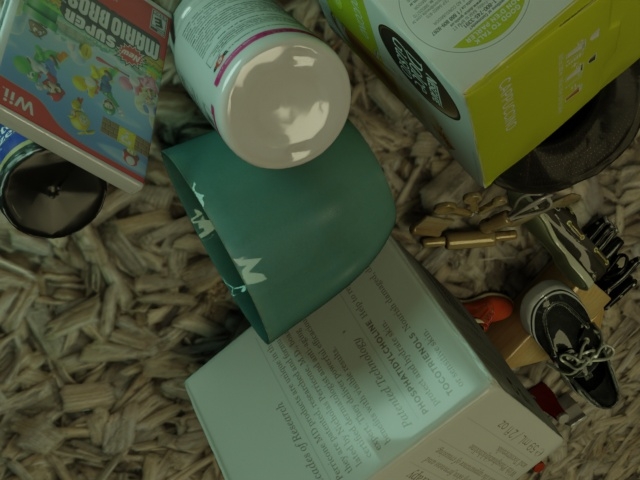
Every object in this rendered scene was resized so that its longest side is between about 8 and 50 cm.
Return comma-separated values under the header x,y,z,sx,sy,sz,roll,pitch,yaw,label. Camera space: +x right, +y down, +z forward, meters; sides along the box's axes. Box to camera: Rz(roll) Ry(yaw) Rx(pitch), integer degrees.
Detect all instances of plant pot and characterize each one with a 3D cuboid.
x,y,z,sx,sy,sz,roll,pitch,yaw,label
-0.042,-0.046,1.277,0.235,0.293,0.293,-30,127,-11,plant pot

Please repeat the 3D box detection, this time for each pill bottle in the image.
x,y,z,sx,sy,sz,roll,pitch,yaw,label
-0.087,-0.213,1.155,0.160,0.283,0.160,-12,123,-19,pill bottle
-0.337,-0.102,1.144,0.123,0.219,0.123,-12,122,-19,pill bottle

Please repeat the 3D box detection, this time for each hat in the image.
x,y,z,sx,sy,sz,roll,pitch,yaw,label
0.315,-0.240,1.414,0.331,0.134,0.331,-3,109,-10,hat

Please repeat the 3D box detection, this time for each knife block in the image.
x,y,z,sx,sy,sz,roll,pitch,yaw,label
0.436,0.086,1.698,0.276,0.088,0.242,-11,122,-18,knife block

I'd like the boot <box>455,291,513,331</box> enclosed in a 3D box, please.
x,y,z,sx,sy,sz,roll,pitch,yaw,label
0.283,0.136,1.659,0.158,0.084,0.059,-7,119,-23,boot

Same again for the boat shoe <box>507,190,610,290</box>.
x,y,z,sx,sy,sz,roll,pitch,yaw,label
0.403,-0.020,1.602,0.069,0.081,0.228,-41,103,-9,boat shoe

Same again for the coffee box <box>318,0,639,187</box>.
x,y,z,sx,sy,sz,roll,pitch,yaw,label
0.204,-0.324,1.118,0.338,0.334,0.337,-40,162,2,coffee box

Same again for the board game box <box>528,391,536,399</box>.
x,y,z,sx,sy,sz,roll,pitch,yaw,label
0.317,0.354,1.818,0.194,0.060,0.194,18,109,-33,board game box

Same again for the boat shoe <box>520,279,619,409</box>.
x,y,z,sx,sy,sz,roll,pitch,yaw,label
0.443,0.191,1.640,0.113,0.105,0.306,-33,127,-3,boat shoe

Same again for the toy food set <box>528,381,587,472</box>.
x,y,z,sx,sy,sz,roll,pitch,yaw,label
0.474,0.342,1.854,0.232,0.104,0.111,-31,127,-5,toy food set

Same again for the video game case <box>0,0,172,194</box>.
x,y,z,sx,sy,sz,roll,pitch,yaw,label
-0.272,-0.213,1.091,0.025,0.285,0.204,-28,136,36,video game case

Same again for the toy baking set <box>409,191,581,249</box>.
x,y,z,sx,sy,sz,roll,pitch,yaw,label
0.274,-0.030,1.505,0.256,0.030,0.197,-3,161,-10,toy baking set

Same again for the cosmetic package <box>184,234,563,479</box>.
x,y,z,sx,sy,sz,roll,pitch,yaw,label
0.081,0.260,1.430,0.394,0.327,0.329,-40,142,9,cosmetic package
